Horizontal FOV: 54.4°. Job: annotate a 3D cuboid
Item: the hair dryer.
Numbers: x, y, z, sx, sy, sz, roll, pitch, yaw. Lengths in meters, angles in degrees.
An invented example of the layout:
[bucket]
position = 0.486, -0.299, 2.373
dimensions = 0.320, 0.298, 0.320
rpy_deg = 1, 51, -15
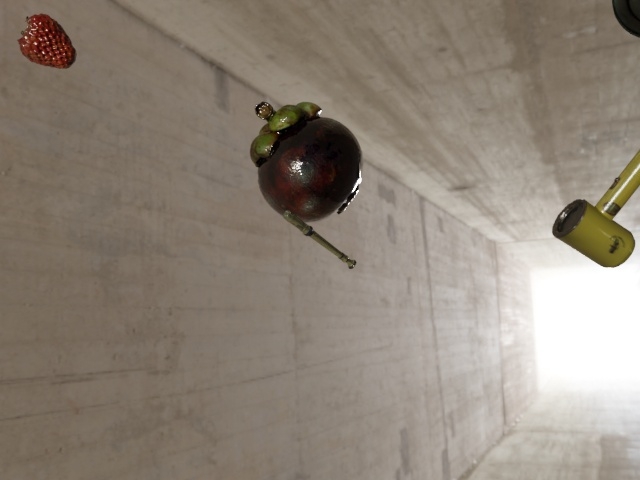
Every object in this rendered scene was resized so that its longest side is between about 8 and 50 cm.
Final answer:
[hair dryer]
position = 0.587, -0.087, 1.196
dimensions = 0.279, 0.134, 0.090
rpy_deg = -57, 7, 14

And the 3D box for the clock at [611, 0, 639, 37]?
[clock]
position = 0.729, -0.534, 1.311
dimensions = 0.042, 0.214, 0.215
rpy_deg = -69, -35, -50

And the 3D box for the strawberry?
[strawberry]
position = -0.397, -0.286, 0.914
dimensions = 0.083, 0.073, 0.073
rpy_deg = 34, -135, -17

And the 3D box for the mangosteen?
[mangosteen]
position = -0.036, -0.197, 1.611
dimensions = 0.311, 0.311, 0.311
rpy_deg = -6, -90, -67

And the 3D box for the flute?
[flute]
position = 0.000, 0.000, 1.385
dimensions = 0.233, 0.027, 0.027
rpy_deg = 37, -131, -36
